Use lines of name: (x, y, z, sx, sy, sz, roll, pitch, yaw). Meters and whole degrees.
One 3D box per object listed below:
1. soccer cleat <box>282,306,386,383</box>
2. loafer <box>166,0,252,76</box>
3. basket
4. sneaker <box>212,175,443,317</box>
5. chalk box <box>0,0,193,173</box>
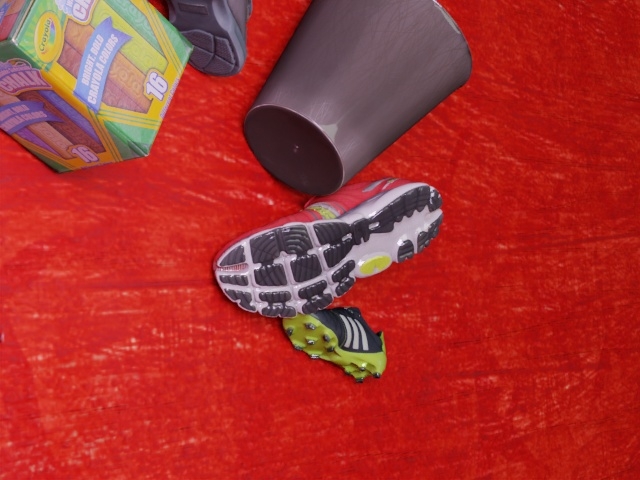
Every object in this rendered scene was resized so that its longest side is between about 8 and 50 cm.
soccer cleat: (0.015, 0.101, 1.477, 0.179, 0.060, 0.072, 37, 46, -46)
loafer: (-0.112, -0.270, 1.276, 0.267, 0.096, 0.084, 85, 22, -60)
basket: (0.028, -0.170, 1.447, 0.204, 0.154, 0.227, 38, 58, 1)
sneaker: (0.000, 0.000, 1.433, 0.279, 0.118, 0.107, -18, 116, -27)
chalk box: (-0.240, -0.175, 1.144, 0.213, 0.132, 0.132, 42, 55, -39)
